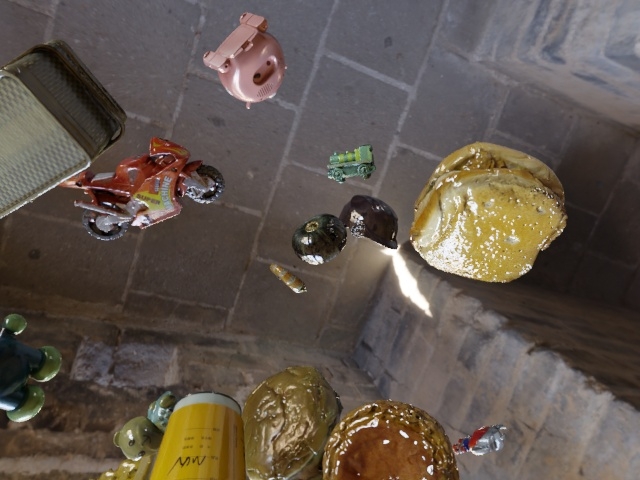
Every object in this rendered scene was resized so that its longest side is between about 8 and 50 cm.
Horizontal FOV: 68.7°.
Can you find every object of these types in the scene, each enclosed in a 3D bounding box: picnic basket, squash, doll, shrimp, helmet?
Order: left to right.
[{"bbox_3d":[-0.683,0.237,0.909,0.322,0.198,0.186,-3,148,19],"label":"doll"},{"bbox_3d":[-0.450,-0.165,0.715,0.267,0.139,0.165,-22,123,20],"label":"picnic basket"},{"bbox_3d":[-0.612,0.699,1.734,0.261,0.161,0.177,-42,94,-22],"label":"doll"},{"bbox_3d":[-0.127,0.148,1.759,0.161,0.166,0.049,39,74,0],"label":"shrimp"},{"bbox_3d":[-0.002,-0.005,1.615,0.193,0.193,0.156,-50,138,3],"label":"squash"},{"bbox_3d":[0.218,-0.089,1.955,0.225,0.305,0.177,12,99,-52],"label":"helmet"},{"bbox_3d":[0.421,0.531,1.236,0.104,0.062,0.194,-5,153,-27],"label":"doll"}]

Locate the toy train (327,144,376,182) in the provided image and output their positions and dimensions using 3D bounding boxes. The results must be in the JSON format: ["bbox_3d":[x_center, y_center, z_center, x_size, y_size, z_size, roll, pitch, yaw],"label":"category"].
[{"bbox_3d":[0.123,-0.309,1.904,0.200,0.083,0.132,-6,87,13],"label":"toy train"}]

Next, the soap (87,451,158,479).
[{"bbox_3d":[-0.559,0.777,1.253,0.294,0.335,0.156,-29,112,10],"label":"soap"}]

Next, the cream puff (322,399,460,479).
[{"bbox_3d":[0.109,0.315,0.634,0.183,0.183,0.169,-48,147,2],"label":"cream puff"}]

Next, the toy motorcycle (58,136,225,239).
[{"bbox_3d":[-0.350,-0.109,0.942,0.298,0.089,0.171,-21,124,-2],"label":"toy motorcycle"}]

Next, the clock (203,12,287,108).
[{"bbox_3d":[-0.207,-0.548,1.489,0.227,0.142,0.241,-48,143,-6],"label":"clock"}]

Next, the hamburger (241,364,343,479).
[{"bbox_3d":[-0.075,0.431,1.085,0.266,0.285,0.134,-32,120,3],"label":"hamburger"}]

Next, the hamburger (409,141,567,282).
[{"bbox_3d":[0.349,-0.050,1.000,0.284,0.174,0.304,20,145,-1],"label":"hamburger"}]

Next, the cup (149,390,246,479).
[{"bbox_3d":[-0.207,0.410,0.788,0.197,0.279,0.196,-3,126,-4],"label":"cup"}]
